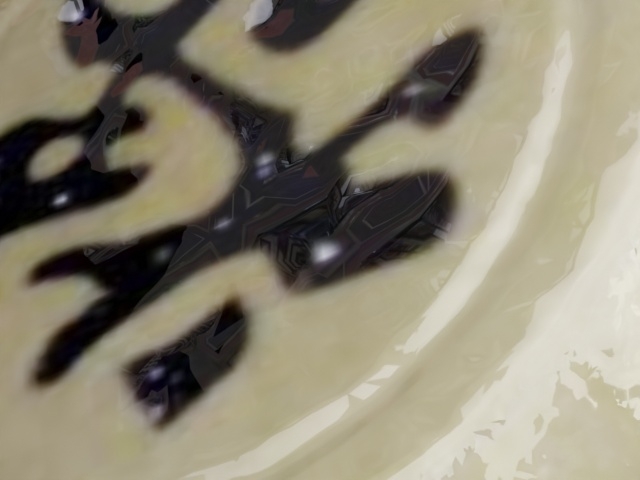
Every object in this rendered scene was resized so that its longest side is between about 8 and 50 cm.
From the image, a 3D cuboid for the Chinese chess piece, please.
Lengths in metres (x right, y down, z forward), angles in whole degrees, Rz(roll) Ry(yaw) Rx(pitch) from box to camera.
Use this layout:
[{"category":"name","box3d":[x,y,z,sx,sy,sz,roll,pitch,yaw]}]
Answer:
[{"category":"Chinese chess piece","box3d":[0.000,0.000,0.450,0.257,0.257,0.104,-49,135,-3]}]
